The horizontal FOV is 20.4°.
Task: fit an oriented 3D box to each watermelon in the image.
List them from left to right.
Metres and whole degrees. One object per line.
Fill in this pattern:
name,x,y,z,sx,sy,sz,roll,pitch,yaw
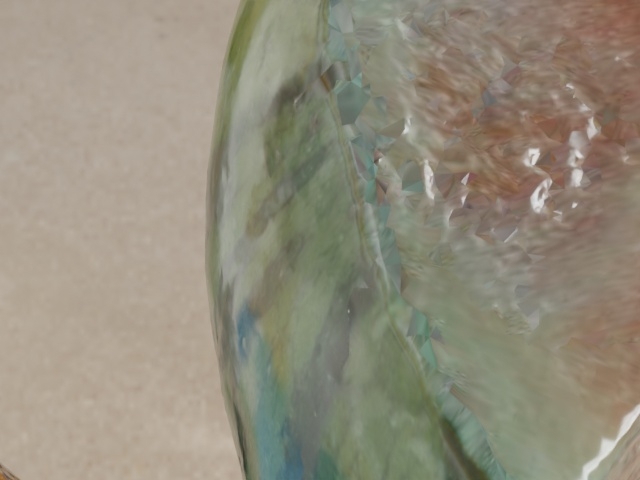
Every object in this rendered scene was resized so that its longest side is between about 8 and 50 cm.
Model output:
watermelon,0.070,0.029,0.502,0.201,0.213,0.261,-6,62,-1

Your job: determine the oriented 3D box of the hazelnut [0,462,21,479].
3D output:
hazelnut,-0.328,0.263,1.486,0.214,0.176,0.214,23,18,-8
